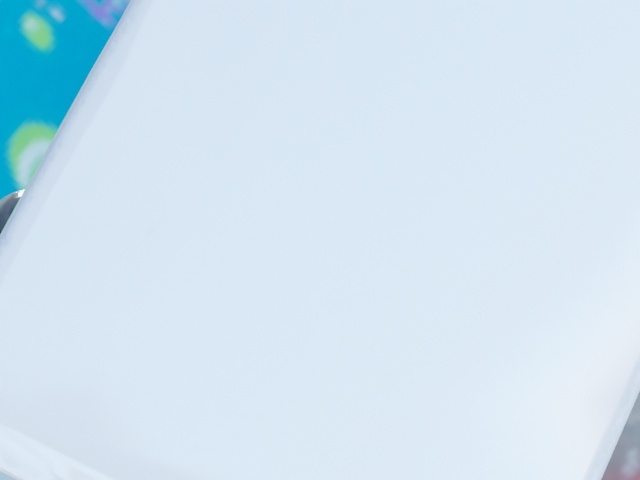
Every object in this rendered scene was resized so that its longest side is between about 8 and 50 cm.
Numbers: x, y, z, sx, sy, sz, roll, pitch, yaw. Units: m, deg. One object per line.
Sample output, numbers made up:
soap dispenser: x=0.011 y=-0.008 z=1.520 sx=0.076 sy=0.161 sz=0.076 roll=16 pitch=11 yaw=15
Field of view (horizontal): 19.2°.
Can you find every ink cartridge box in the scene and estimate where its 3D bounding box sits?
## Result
ink cartridge box: x=0.000 y=0.000 z=0.665 sx=0.285 sy=0.166 sz=0.395 roll=-64 pitch=3 yaw=-16

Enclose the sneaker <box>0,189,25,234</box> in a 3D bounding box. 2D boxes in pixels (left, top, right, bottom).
sneaker: x=-0.086 y=-0.004 z=1.038 sx=0.341 sy=0.125 sz=0.139 roll=-41 pitch=29 yaw=36
